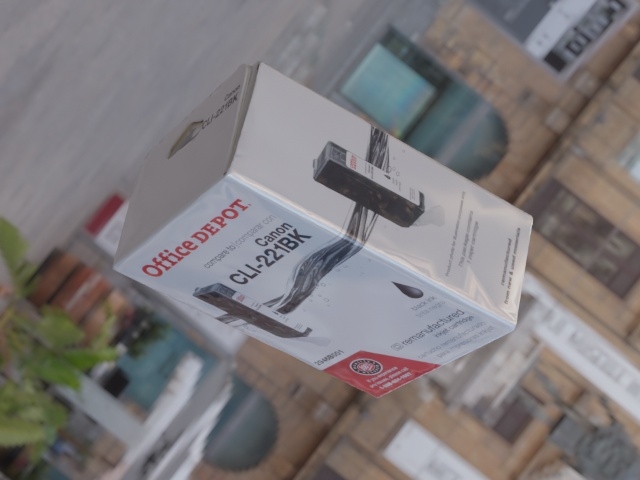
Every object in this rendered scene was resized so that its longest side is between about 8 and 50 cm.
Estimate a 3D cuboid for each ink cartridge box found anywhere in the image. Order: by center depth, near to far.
[{"bbox_3d":[0.000,0.000,1.192,0.197,0.272,0.114,-34,-146,50],"label":"ink cartridge box"}]
